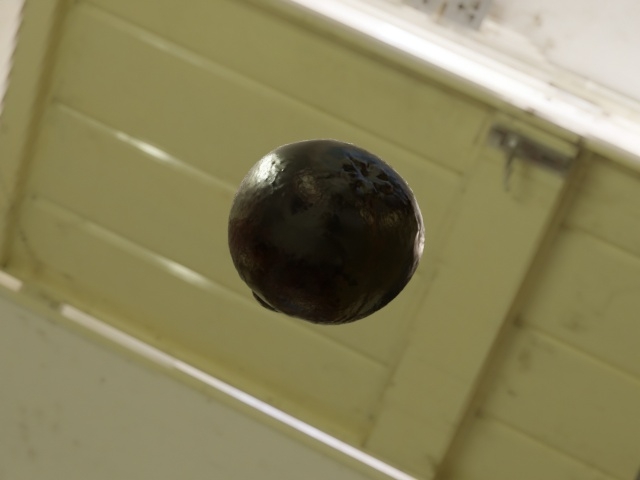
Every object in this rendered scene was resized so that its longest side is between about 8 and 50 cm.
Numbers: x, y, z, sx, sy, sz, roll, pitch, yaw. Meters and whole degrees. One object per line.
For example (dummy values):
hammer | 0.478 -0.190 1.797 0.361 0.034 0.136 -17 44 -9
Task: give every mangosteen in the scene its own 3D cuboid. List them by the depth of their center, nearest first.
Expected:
mangosteen | 0.000 0.000 1.199 0.152 0.152 0.152 -60 -11 -21
